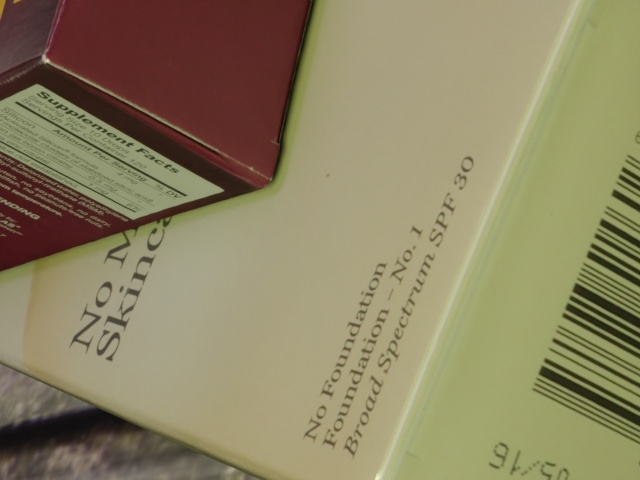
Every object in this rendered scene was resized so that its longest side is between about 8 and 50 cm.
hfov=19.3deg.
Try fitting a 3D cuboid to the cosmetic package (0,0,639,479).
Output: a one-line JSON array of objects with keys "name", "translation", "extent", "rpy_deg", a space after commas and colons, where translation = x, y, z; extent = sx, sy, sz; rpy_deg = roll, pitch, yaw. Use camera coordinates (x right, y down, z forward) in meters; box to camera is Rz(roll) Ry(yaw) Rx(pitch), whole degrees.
[{"name": "cosmetic package", "translation": [0.000, 0.000, 0.608], "extent": [0.309, 0.113, 0.160], "rpy_deg": [10, 76, 57]}]

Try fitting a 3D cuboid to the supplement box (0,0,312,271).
[{"name": "supplement box", "translation": [-0.089, -0.060, 0.597], "extent": [0.188, 0.081, 0.104], "rpy_deg": [-16, 53, 49]}]
